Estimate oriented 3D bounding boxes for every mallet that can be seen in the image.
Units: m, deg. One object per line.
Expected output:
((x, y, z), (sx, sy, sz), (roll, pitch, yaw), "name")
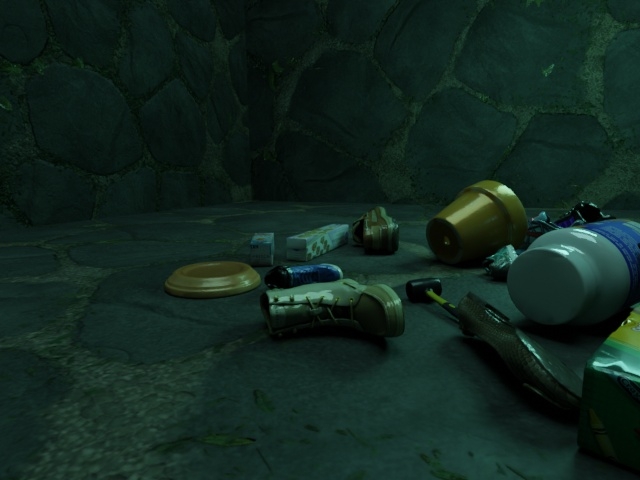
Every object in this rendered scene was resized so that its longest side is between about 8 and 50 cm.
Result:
((0.219, 0.106, 0.724), (0.062, 0.039, 0.189), (-8, 15, -20), "mallet")

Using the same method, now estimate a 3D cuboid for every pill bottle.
((0.422, 0.050, 0.677), (0.272, 0.152, 0.152), (-7, 11, -35), "pill bottle")

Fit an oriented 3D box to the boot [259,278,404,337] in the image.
((0.008, 0.103, 0.620), (0.165, 0.077, 0.213), (-4, 5, -22), "boot")

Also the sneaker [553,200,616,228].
((0.745, -0.043, 1.235), (0.102, 0.146, 0.293), (-2, 10, -9), "sneaker")

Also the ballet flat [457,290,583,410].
((0.228, 0.132, 0.519), (0.084, 0.058, 0.250), (34, 9, -13), "ballet flat")

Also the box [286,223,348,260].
((0.000, 0.000, 1.276), (0.067, 0.063, 0.324), (5, 11, 24), "box")

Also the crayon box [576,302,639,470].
((0.373, 0.133, 0.394), (0.278, 0.081, 0.165), (-9, 13, -44), "crayon box")

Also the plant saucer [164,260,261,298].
((-0.228, 0.078, 0.906), (0.199, 0.037, 0.200), (-1, 9, 0), "plant saucer")

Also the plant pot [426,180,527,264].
((0.386, -0.031, 1.103), (0.187, 0.205, 0.205), (-22, 17, -23), "plant pot")

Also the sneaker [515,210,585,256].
((0.589, -0.020, 1.170), (0.261, 0.125, 0.104), (4, 10, 27), "sneaker")

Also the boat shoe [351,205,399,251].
((0.156, -0.040, 1.344), (0.119, 0.123, 0.324), (-4, 9, -3), "boat shoe")

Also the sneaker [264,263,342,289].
((-0.038, 0.076, 0.828), (0.152, 0.058, 0.084), (0, 3, 28), "sneaker")

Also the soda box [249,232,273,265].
((-0.157, 0.021, 1.159), (0.058, 0.063, 0.183), (-2, 9, -5), "soda box")

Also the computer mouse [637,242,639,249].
((0.502, 0.045, 0.477), (0.072, 0.188, 0.272), (-38, -16, -11), "computer mouse")

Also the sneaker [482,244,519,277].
((0.409, 0.048, 0.975), (0.076, 0.065, 0.166), (-2, 7, 14), "sneaker")
